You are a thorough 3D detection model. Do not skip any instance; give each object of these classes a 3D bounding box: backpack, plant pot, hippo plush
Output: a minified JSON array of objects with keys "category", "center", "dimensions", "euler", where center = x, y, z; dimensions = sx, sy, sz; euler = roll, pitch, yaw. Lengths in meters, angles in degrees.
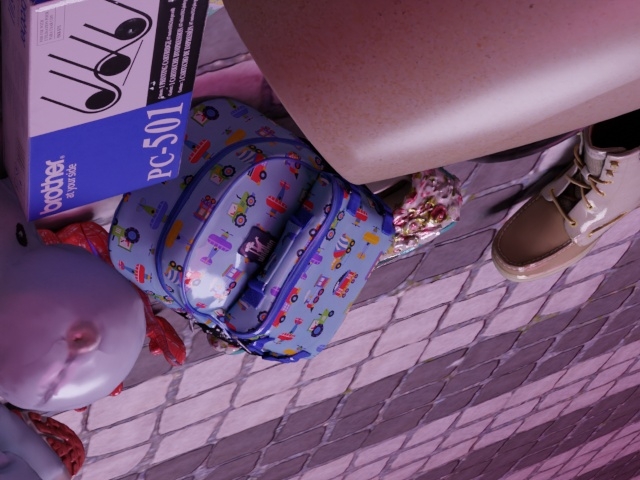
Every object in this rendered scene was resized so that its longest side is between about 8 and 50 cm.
[{"category":"backpack","center":[-0.051,-0.008,1.033],"dimensions":[0.158,0.117,0.173],"euler":[-55,146,1]},{"category":"plant pot","center":[0.096,-0.153,0.720],"dimensions":[0.274,0.256,0.256],"euler":[-32,158,11]},{"category":"hippo plush","center":[-0.230,0.071,0.961],"dimensions":[0.237,0.294,0.234],"euler":[-59,174,7]}]

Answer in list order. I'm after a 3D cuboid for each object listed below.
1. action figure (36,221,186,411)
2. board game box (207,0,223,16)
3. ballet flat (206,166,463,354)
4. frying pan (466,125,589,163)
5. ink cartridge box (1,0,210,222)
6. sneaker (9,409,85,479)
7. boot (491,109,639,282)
[{"category":"action figure","center":[-0.152,0.078,1.118],"dimensions":[0.091,0.139,0.280],"euler":[-27,156,-2]},{"category":"board game box","center":[-0.104,-0.149,0.804],"dimensions":[0.103,0.026,0.154],"euler":[-34,158,14]},{"category":"ballet flat","center":[0.000,0.000,1.216],"dimensions":[0.241,0.091,0.077],"euler":[-32,128,0]},{"category":"frying pan","center":[0.113,-0.141,1.043],"dimensions":[0.326,0.053,0.197],"euler":[12,130,-44]},{"category":"ink cartridge box","center":[-0.118,-0.090,0.817],"dimensions":[0.097,0.046,0.207],"euler":[-19,157,-20]},{"category":"sneaker","center":[-0.312,0.209,1.303],"dimensions":[0.225,0.088,0.093],"euler":[-17,164,-6]},{"category":"boot","center":[0.236,-0.055,1.351],"dimensions":[0.213,0.077,0.165],"euler":[-34,159,1]}]
